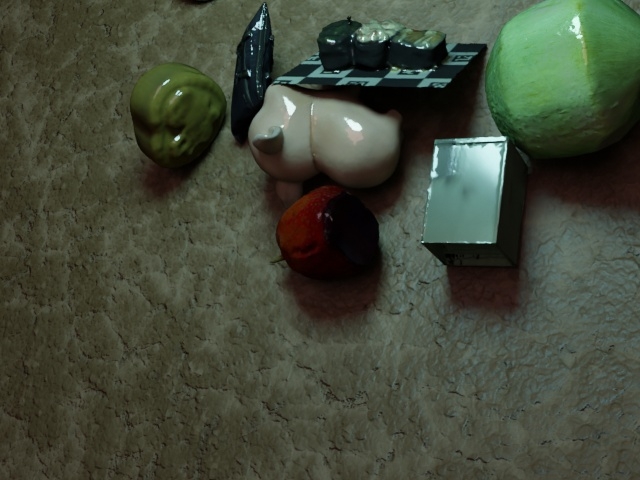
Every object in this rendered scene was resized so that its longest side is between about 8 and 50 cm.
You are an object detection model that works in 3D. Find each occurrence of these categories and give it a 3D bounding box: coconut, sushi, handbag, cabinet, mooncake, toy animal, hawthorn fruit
[{"bbox_3d":[0.466,-0.304,1.497,0.328,0.281,0.329,-29,30,19],"label":"coconut"},{"bbox_3d":[0.121,-0.411,1.698,0.372,0.100,0.296,7,31,27],"label":"sushi"},{"bbox_3d":[-0.153,-0.377,1.869,0.088,0.211,0.255,7,67,-16],"label":"handbag"},{"bbox_3d":[0.293,-0.067,1.559,0.144,0.150,0.206,1,71,29],"label":"cabinet"},{"bbox_3d":[-0.314,-0.287,1.886,0.117,0.235,0.235,33,86,34],"label":"mooncake"},{"bbox_3d":[0.006,-0.208,1.722,0.326,0.237,0.269,35,69,30],"label":"toy animal"},{"bbox_3d":[0.000,0.000,1.660,0.251,0.189,0.190,-35,58,31],"label":"hawthorn fruit"}]

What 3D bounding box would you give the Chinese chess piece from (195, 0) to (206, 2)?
[{"bbox_3d":[-0.296,-0.703,2.110,0.188,0.083,0.189,-7,69,19],"label":"Chinese chess piece"}]
